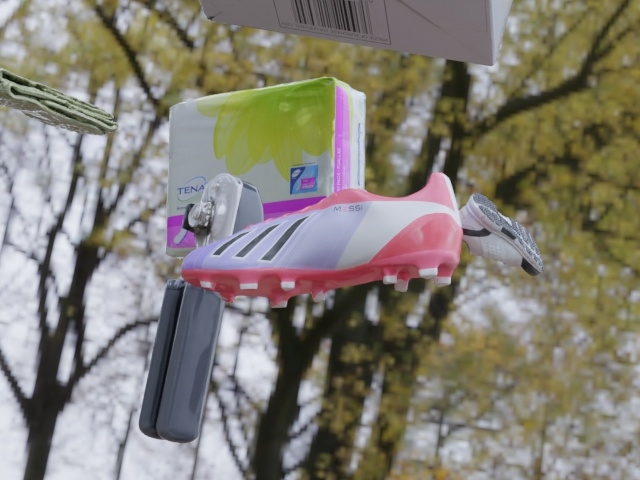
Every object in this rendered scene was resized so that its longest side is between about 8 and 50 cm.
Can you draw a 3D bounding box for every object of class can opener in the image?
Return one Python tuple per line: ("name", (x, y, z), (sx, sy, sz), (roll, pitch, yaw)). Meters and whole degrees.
("can opener", (-0.113, 0.066, 1.468), (0.093, 0.280, 0.074), (21, -14, -31))

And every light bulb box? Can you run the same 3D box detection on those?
("light bulb box", (0.065, -0.428, 1.646), (0.358, 0.361, 0.225), (12, -26, 14))

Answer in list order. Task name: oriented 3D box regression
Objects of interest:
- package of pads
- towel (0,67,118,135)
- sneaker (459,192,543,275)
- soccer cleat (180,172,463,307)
("package of pads", (-0.078, -0.096, 1.992), (0.297, 0.229, 0.101), (-7, -13, 34))
("towel", (-0.237, -0.115, 1.199), (0.110, 0.027, 0.148), (22, -1, -31))
("sneaker", (0.154, 0.000, 1.284), (0.044, 0.040, 0.109), (-39, -57, 23))
("soccer cleat", (0.000, 0.000, 1.244), (0.248, 0.095, 0.083), (-5, -17, 20))
